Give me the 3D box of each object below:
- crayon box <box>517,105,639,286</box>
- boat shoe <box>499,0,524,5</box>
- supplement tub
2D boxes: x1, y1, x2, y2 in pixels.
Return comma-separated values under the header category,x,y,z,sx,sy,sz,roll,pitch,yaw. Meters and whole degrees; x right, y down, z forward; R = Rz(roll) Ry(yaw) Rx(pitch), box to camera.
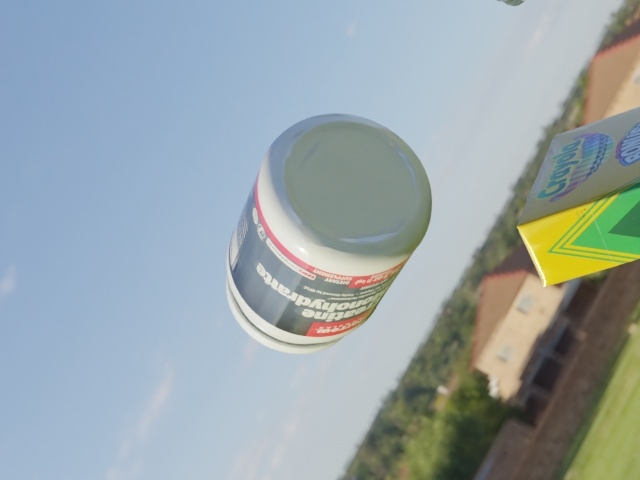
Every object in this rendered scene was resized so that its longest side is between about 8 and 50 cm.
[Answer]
category,x,y,z,sx,sy,sz,roll,pitch,yaw
crayon box,0.457,-0.095,1.898,0.313,0.106,0.363,-18,17,24
boat shoe,0.335,-0.448,1.996,0.079,0.095,0.254,18,-66,-41
supplement tub,0.000,0.000,1.554,0.191,0.191,0.272,-57,-2,-31
